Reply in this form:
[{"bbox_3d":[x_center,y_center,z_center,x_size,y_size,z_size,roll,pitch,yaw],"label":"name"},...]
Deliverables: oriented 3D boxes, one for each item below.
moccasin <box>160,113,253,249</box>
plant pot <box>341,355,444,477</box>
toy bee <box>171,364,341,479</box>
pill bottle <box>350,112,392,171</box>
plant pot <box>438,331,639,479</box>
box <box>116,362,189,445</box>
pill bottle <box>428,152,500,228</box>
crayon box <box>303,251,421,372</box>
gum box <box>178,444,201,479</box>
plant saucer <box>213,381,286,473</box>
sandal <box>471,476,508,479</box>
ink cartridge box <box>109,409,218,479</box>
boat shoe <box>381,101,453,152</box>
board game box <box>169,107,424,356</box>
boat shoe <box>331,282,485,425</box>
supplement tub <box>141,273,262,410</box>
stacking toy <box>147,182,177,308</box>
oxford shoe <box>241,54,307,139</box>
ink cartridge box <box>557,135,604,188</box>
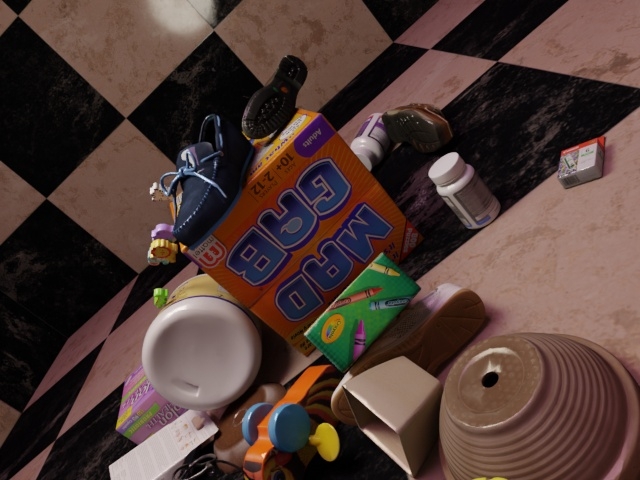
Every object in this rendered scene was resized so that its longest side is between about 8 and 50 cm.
[{"bbox_3d":[-0.215,-0.115,0.900,0.137,0.117,0.342,-34,29,20],"label":"moccasin"},{"bbox_3d":[0.110,0.223,0.675,0.096,0.109,0.109,-36,38,-21],"label":"plant pot"},{"bbox_3d":[-0.065,0.334,0.790,0.298,0.162,0.195,-26,5,-22],"label":"toy bee"},{"bbox_3d":[0.157,-0.298,1.560,0.108,0.108,0.193,-19,32,48],"label":"pill bottle"},{"bbox_3d":[0.217,0.186,0.562,0.237,0.110,0.237,-38,23,19],"label":"plant pot"},{"bbox_3d":[-0.404,0.381,1.317,0.213,0.117,0.243,-45,22,-1],"label":"box"},{"bbox_3d":[0.267,-0.093,0.941,0.078,0.137,0.078,-37,23,18],"label":"pill bottle"},{"bbox_3d":[0.064,0.118,0.840,0.165,0.081,0.278,-46,-7,-4],"label":"crayon box"},{"bbox_3d":[-0.344,0.521,1.055,0.184,0.041,0.157,-34,23,24],"label":"gum box"},{"bbox_3d":[-0.151,0.361,1.007,0.198,0.036,0.199,-38,23,19],"label":"plant saucer"},{"bbox_3d":[0.169,0.276,0.403,0.317,0.138,0.126,-23,69,49],"label":"sandal"},{"bbox_3d":[-0.318,0.450,1.042,0.224,0.056,0.181,-31,15,-22],"label":"ink cartridge box"},{"bbox_3d":[0.279,-0.331,1.391,0.120,0.123,0.324,-28,25,-6],"label":"boat shoe"},{"bbox_3d":[-0.072,-0.045,1.128,0.356,0.356,0.356,-45,26,-1],"label":"board game box"},{"bbox_3d":[0.127,0.171,0.781,0.277,0.098,0.096,-39,17,-3],"label":"boat shoe"},{"bbox_3d":[-0.254,0.209,1.156,0.241,0.241,0.331,-44,11,1],"label":"supplement tub"},{"bbox_3d":[-0.330,0.012,1.032,0.221,0.052,0.167,118,148,-47],"label":"stacking toy"},{"bbox_3d":[-0.099,-0.274,1.031,0.096,0.083,0.227,-37,21,53],"label":"oxford shoe"},{"bbox_3d":[0.446,-0.143,0.859,0.063,0.029,0.115,-21,31,46],"label":"ink cartridge box"}]
